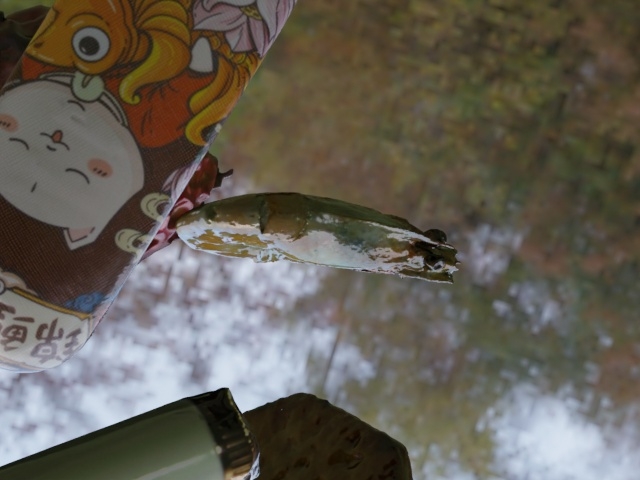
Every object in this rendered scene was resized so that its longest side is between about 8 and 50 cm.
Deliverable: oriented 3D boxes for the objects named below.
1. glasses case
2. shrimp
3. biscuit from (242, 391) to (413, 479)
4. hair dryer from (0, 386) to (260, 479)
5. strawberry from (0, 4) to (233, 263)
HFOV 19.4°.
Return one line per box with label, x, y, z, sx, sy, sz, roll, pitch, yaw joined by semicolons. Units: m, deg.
glasses case;-0.128;-0.070;1.107;0.122;0.321;0.082;31;-175;-10
shrimp;0.000;-0.002;1.360;0.217;0.051;0.115;7;173;-16
biscuit;-0.062;0.299;1.741;0.359;0.359;0.046;35;170;47
hair dryer;-0.177;0.150;0.902;0.362;0.128;0.203;-19;-151;-19
strawberry;-0.239;-0.086;1.503;0.280;0.150;0.253;-32;-117;-23
